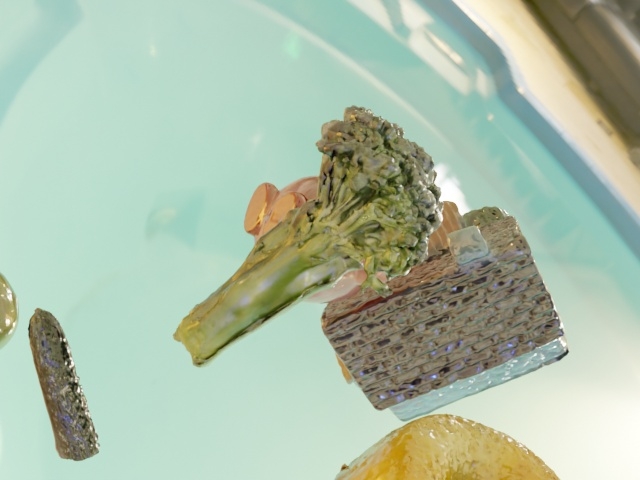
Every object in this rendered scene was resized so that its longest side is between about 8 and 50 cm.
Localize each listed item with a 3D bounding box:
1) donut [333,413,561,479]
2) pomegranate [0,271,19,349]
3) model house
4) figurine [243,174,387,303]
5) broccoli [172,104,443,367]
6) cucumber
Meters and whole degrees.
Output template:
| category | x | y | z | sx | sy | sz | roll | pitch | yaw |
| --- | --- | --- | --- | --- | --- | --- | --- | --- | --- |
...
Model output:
| category | x | y | z | sx | sy | sz | roll | pitch | yaw |
| --- | --- | --- | --- | --- | --- | --- | --- | --- | --- |
| donut | 0.132 | 0.269 | 0.735 | 0.278 | 0.108 | 0.277 | 23 | 31 | -15 |
| pomegranate | -0.590 | 0.126 | 1.387 | 0.179 | 0.210 | 0.179 | 17 | 52 | -23 |
| model house | 0.151 | 0.081 | 1.280 | 0.339 | 0.360 | 0.297 | 42 | 28 | -65 |
| figurine | 0.000 | 0.000 | 1.075 | 0.173 | 0.173 | 0.173 | 29 | 36 | -24 |
| broccoli | -0.021 | 0.012 | 0.796 | 0.145 | 0.304 | 0.165 | 47 | 12 | -6 |
| cucumber | -0.397 | 0.215 | 1.290 | 0.067 | 0.067 | 0.245 | -28 | 109 | -56 |
